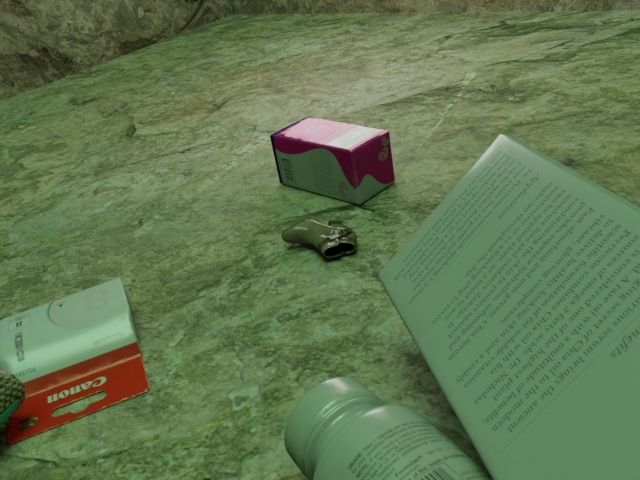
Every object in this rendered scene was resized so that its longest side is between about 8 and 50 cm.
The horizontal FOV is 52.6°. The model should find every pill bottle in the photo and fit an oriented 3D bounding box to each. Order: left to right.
[{"bbox_3d":[0.068,0.221,0.570,0.131,0.131,0.229,-26,33,-24],"label":"pill bottle"}]

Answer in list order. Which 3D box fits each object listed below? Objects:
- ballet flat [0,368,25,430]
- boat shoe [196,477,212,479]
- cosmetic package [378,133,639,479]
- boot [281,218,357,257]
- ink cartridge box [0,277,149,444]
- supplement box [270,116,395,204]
[{"bbox_3d":[-0.584,0.137,0.872,0.483,0.163,0.182,22,37,23],"label":"ballet flat"},{"bbox_3d":[-0.130,0.300,0.576,0.072,0.068,0.190,-19,29,10],"label":"boat shoe"},{"bbox_3d":[0.233,0.086,0.583,0.230,0.162,0.453,-50,22,12],"label":"cosmetic package"},{"bbox_3d":[0.000,0.000,1.066,0.119,0.042,0.087,-14,32,-5],"label":"boot"},{"bbox_3d":[-0.351,0.155,0.908,0.189,0.066,0.232,-20,27,-14],"label":"ink cartridge box"},{"bbox_3d":[0.023,-0.160,1.261,0.220,0.111,0.114,21,42,42],"label":"supplement box"}]
